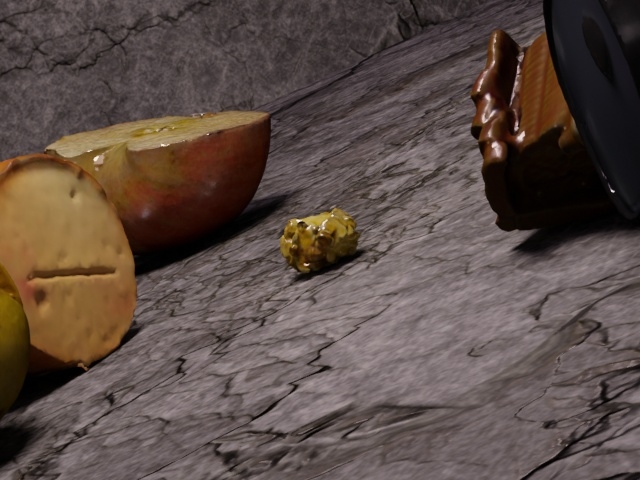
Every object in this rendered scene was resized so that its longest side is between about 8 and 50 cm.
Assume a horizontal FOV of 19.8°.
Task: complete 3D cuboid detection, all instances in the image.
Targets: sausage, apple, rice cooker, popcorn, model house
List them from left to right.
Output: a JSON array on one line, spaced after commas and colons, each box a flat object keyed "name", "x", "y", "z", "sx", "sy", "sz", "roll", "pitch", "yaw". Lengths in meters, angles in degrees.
[{"name": "sausage", "x": -0.373, "y": 0.047, "z": 1.955, "sx": 0.287, "sy": 0.233, "sz": 0.233, "roll": -15, "pitch": 12, "yaw": 34}, {"name": "apple", "x": -0.200, "y": -0.069, "z": 2.377, "sx": 0.293, "sy": 0.163, "sz": 0.251, "roll": 1, "pitch": 14, "yaw": 34}, {"name": "popcorn", "x": 0.000, "y": 0.000, "z": 1.872, "sx": 0.082, "sy": 0.057, "sz": 0.083, "roll": -18, "pitch": 6, "yaw": -11}, {"name": "model house", "x": 0.232, "y": -0.103, "z": 1.631, "sx": 0.219, "sy": 0.199, "sz": 0.229, "roll": 19, "pitch": -31, "yaw": -24}, {"name": "rice cooker", "x": 0.301, "y": -0.144, "z": 1.367, "sx": 0.224, "sy": 0.267, "sz": 0.267, "roll": -19, "pitch": 10, "yaw": -6}]

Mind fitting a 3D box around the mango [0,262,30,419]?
[{"name": "mango", "x": -0.417, "y": 0.110, "z": 1.721, "sx": 0.365, "sy": 0.182, "sz": 0.253, "roll": 1, "pitch": 53, "yaw": 49}]
